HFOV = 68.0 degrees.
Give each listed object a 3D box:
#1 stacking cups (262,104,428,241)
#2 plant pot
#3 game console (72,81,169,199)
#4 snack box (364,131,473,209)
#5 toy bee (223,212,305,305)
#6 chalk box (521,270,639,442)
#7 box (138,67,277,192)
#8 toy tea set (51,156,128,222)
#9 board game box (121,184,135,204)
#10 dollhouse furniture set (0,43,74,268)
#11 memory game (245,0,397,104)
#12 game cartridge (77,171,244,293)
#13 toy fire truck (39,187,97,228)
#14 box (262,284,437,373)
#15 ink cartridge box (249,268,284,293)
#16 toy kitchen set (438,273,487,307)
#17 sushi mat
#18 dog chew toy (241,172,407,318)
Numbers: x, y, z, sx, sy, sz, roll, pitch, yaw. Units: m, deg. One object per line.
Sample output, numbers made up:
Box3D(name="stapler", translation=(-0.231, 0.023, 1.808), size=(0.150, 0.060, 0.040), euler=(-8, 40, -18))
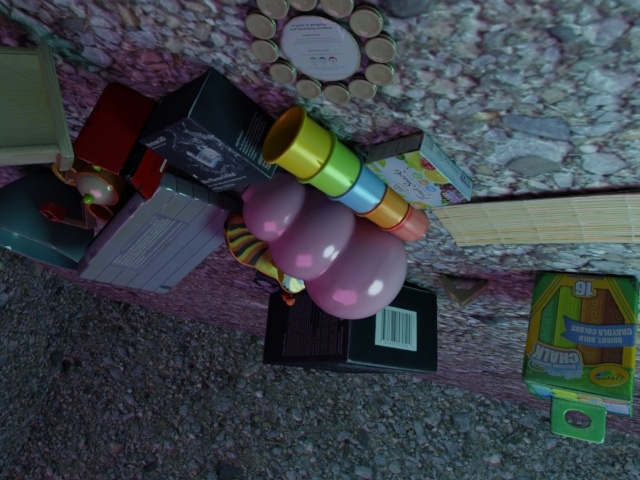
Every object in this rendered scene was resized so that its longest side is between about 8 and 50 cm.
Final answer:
Box3D(name="stacking cups", translation=(0.060, -0.085, 0.752), size=(0.316, 0.096, 0.096), euler=(30, 155, -32))
Box3D(name="plant pot", translation=(-0.730, -0.065, 1.260), size=(0.290, 0.195, 0.290), euler=(15, 159, 6))
Box3D(name="game console", translation=(-0.310, -0.160, 0.777), size=(0.085, 0.144, 0.124), euler=(14, 159, 11))
Box3D(name="snack box", translation=(0.150, -0.100, 0.720), size=(0.141, 0.037, 0.100), euler=(33, 155, -35))
Box3D(name="toy bee", translation=(-0.077, 0.056, 1.025), size=(0.298, 0.162, 0.195), euler=(19, -175, -2))
Box3D(name="chalk box", translation=(0.503, 0.229, 0.917), size=(0.180, 0.288, 0.179), euler=(2, 154, 34))
Box3D(name="box", translation=(-0.165, -0.160, 0.739), size=(0.156, 0.093, 0.158), euler=(-6, 148, 45))
Box3D(name="toy tea set", translation=(-0.468, -0.058, 1.074), size=(0.200, 0.124, 0.336), euler=(-3, 137, 26))
Box3D(name="board game box", translation=(-0.419, -0.074, 1.201), size=(0.170, 0.048, 0.141), euler=(17, 158, 4))
Box3D(name="dollhouse furniture set", translation=(-0.572, -0.147, 0.769), size=(0.257, 0.361, 0.394), euler=(-11, 176, -33))
Box3D(name="memory game", translation=(0.000, -0.226, 0.559), size=(0.186, 0.012, 0.186), euler=(16, 159, 6))
Box3D(name="game cartridge", translation=(-0.355, -0.004, 1.055), size=(0.355, 0.068, 0.230), euler=(-37, 138, 29))
Box3D(name="toy fire truck", translation=(-0.579, -0.079, 1.194), size=(0.047, 0.135, 0.192), euler=(0, 153, 37))
Box3D(name="box", translation=(0.071, 0.243, 1.287), size=(0.294, 0.211, 0.395), euler=(16, 158, -33))
Box3D(name="ink cartridge box", translation=(-0.110, 0.103, 1.391), size=(0.166, 0.065, 0.332), euler=(20, 158, -6))
Box3D(name="toy kitchen set", translation=(0.332, 0.109, 1.109), size=(0.083, 0.075, 0.068), euler=(52, 176, 34))
Box3D(name="sushi mat", translation=(0.351, -0.028, 0.772), size=(0.317, 0.019, 0.151), euler=(-1, 151, 40))
Box3D(name="dog chew toy", translation=(0.000, 0.000, 0.877), size=(0.332, 0.206, 0.207), euler=(37, 154, -17))
